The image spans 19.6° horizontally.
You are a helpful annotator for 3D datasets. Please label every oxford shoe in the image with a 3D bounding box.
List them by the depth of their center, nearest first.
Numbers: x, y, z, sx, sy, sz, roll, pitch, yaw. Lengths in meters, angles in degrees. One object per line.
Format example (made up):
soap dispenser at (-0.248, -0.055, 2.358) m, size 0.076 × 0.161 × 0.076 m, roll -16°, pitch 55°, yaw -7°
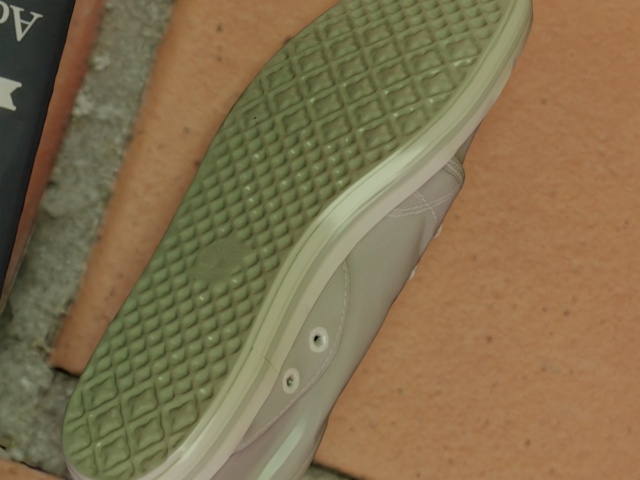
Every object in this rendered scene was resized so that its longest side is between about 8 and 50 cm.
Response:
oxford shoe at (0.000, 0.000, 1.179) m, size 0.449 × 0.169 × 0.130 m, roll -58°, pitch 136°, yaw -21°

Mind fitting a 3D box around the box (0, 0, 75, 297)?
box at (-0.323, -0.072, 1.043) m, size 0.293 × 0.212 × 0.395 m, roll 16°, pitch 81°, yaw -22°
